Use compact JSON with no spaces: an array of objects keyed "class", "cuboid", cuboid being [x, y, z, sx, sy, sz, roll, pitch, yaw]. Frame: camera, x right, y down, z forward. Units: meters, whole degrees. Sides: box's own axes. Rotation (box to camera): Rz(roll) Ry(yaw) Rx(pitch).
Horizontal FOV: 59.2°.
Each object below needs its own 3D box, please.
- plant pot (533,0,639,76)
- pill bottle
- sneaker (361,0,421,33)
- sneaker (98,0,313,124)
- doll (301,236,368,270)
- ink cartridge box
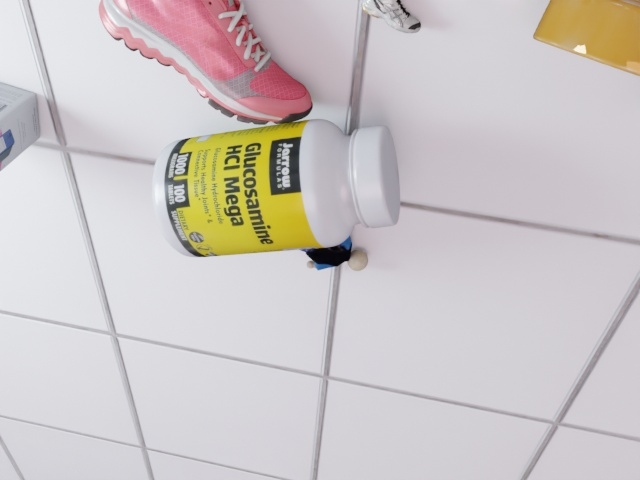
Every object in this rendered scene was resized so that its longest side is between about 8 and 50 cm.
[{"class":"plant pot","cuboid":[0.360,-0.268,0.581,0.205,0.205,0.187,18,116,-1]},{"class":"pill bottle","cuboid":[-0.059,-0.077,0.835,0.334,0.187,0.187,-5,127,18]},{"class":"sneaker","cuboid":[0.095,-0.295,0.719,0.083,0.031,0.037,24,130,-7]},{"class":"sneaker","cuboid":[-0.136,-0.270,0.745,0.314,0.115,0.136,30,128,-10]},{"class":"doll","cuboid":[0.000,0.000,0.977,0.189,0.046,0.129,30,130,-10]},{"class":"ink cartridge box","cuboid":[-0.569,-0.167,0.875,0.155,0.212,0.093,18,131,-1]}]
